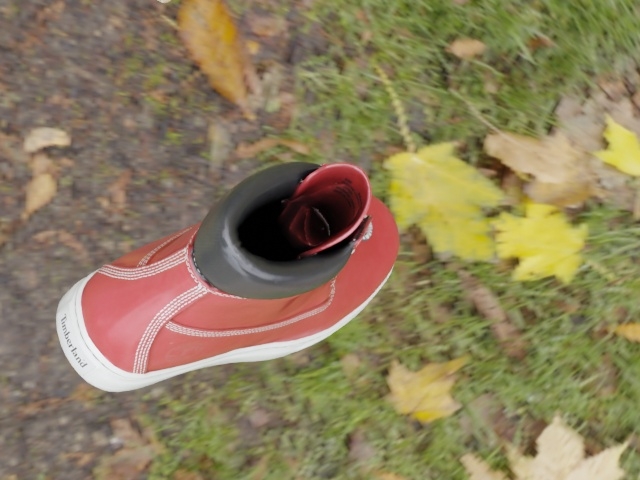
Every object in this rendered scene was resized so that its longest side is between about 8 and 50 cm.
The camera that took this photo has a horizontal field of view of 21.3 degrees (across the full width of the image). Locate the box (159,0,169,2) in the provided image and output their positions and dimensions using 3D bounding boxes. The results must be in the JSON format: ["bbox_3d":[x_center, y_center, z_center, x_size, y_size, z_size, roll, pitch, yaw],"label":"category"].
[{"bbox_3d":[-0.023,-0.204,0.751,0.232,0.087,0.058,-40,72,21],"label":"box"}]

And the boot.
[{"bbox_3d":[0.000,0.000,0.908,0.176,0.244,0.088,-32,82,40],"label":"boot"}]
